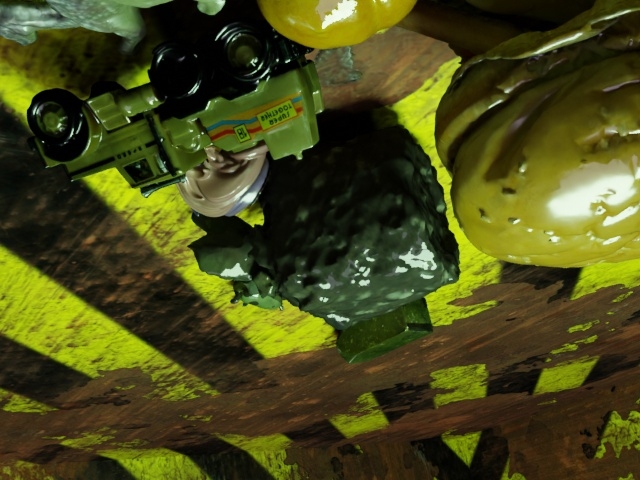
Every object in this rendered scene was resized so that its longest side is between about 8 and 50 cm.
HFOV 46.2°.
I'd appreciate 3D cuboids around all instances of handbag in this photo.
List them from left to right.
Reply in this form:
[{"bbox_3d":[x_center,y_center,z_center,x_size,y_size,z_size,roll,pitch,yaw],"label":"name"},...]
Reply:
[{"bbox_3d":[-0.099,0.091,1.282,0.072,0.047,0.111,-27,149,33],"label":"handbag"}]

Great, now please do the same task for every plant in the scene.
[{"bbox_3d":[0.000,0.000,0.926,0.312,0.213,0.215,-20,157,15],"label":"plant"}]

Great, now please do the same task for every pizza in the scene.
[{"bbox_3d":[0.146,-0.187,0.708,0.195,0.185,0.052,-12,126,-59],"label":"pizza"}]

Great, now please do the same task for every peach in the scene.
[{"bbox_3d":[0.010,-0.217,0.560,0.138,0.138,0.138,-9,156,-4],"label":"peach"}]

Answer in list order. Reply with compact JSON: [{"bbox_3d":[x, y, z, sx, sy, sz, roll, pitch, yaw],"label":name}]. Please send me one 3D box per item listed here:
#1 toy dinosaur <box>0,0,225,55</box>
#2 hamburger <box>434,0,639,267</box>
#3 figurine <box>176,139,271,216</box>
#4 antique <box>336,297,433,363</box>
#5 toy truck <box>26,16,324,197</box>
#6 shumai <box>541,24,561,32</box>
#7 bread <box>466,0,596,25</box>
[{"bbox_3d":[-0.160,-0.205,0.558,0.162,0.077,0.294,-3,161,-35],"label":"toy dinosaur"},{"bbox_3d":[0.240,-0.079,0.601,0.318,0.158,0.319,-8,157,-3],"label":"hamburger"},{"bbox_3d":[-0.122,-0.088,0.805,0.126,0.114,0.157,-40,144,22],"label":"figurine"},{"bbox_3d":[0.120,0.187,1.538,0.080,0.081,0.221,12,147,-39],"label":"antique"},{"bbox_3d":[-0.128,-0.114,0.683,0.257,0.127,0.127,-13,-164,16],"label":"toy truck"},{"bbox_3d":[0.256,-0.139,0.845,0.206,0.166,0.175,24,166,-35],"label":"shumai"},{"bbox_3d":[0.268,-0.238,0.605,0.311,0.121,0.173,5,172,-16],"label":"bread"}]
